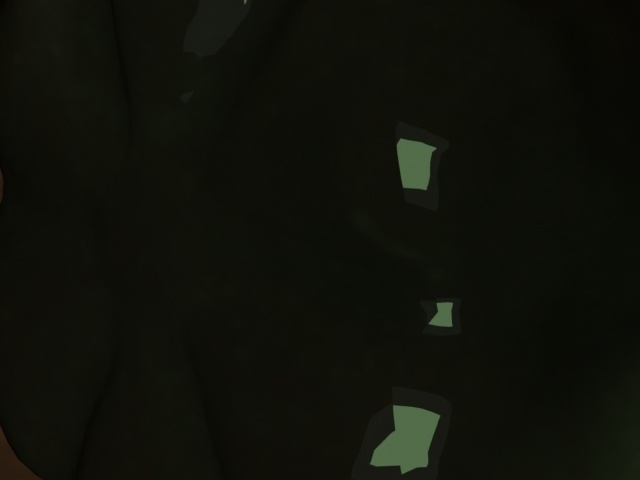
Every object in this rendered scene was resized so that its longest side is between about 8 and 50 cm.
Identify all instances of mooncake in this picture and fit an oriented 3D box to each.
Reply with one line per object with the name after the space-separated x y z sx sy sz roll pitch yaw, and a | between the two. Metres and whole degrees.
0.000 0.000 0.508 0.245 0.133 0.245 4 95 50 | mooncake
